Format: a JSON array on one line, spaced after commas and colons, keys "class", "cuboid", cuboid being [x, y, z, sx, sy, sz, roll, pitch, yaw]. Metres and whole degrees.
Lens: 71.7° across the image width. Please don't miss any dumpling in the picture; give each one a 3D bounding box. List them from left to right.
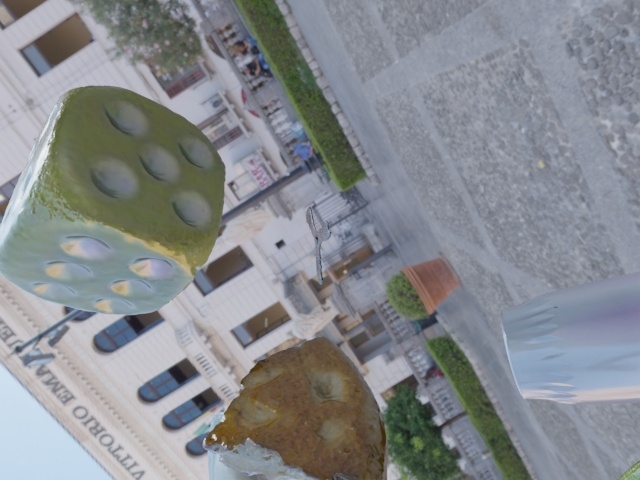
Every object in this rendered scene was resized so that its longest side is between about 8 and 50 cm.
[{"class": "dumpling", "cuboid": [-0.195, 0.541, 1.054, 0.175, 0.226, 0.243, 23, -119, -41]}]

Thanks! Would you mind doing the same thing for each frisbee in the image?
[{"class": "frisbee", "cuboid": [0.000, 0.000, 1.106, 0.187, 0.012, 0.211, 141, 122, -71]}]

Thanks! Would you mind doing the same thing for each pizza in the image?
[{"class": "pizza", "cuboid": [-0.020, 0.162, 0.383, 0.182, 0.161, 0.063, -132, 46, -56]}]

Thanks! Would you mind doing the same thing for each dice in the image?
[{"class": "dice", "cuboid": [-0.286, -0.046, 0.617, 0.226, 0.238, 0.233, 23, -133, -36]}]

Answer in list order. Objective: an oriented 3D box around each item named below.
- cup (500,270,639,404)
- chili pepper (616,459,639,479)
[{"class": "cup", "cuboid": [0.589, 0.208, 0.911, 0.253, 0.371, 0.253, 43, -142, -47]}, {"class": "chili pepper", "cuboid": [0.450, 0.318, 0.603, 0.049, 0.208, 0.043, -8, -129, -40]}]
